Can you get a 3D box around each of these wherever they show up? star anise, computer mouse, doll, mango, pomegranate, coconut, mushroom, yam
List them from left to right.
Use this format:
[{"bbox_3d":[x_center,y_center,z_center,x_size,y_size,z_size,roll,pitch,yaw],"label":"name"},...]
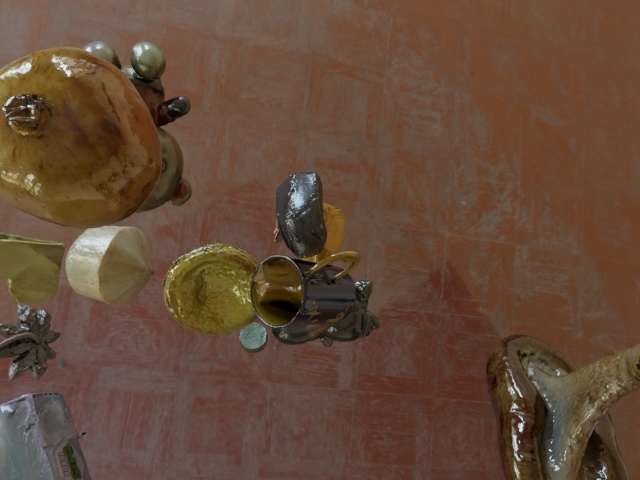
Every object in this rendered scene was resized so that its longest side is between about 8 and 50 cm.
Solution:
[{"bbox_3d":[-0.811,0.285,1.328,0.081,0.262,0.230,-4,95,14],"label":"star anise"},{"bbox_3d":[-0.300,-0.125,0.583,0.215,0.215,0.216,2,80,-12],"label":"pomegranate"},{"bbox_3d":[-0.758,0.091,1.777,0.328,0.329,0.329,2,80,-12],"label":"coconut"},{"bbox_3d":[-0.385,-0.219,0.965,0.234,0.174,0.330,-4,87,-23],"label":"doll"},{"bbox_3d":[-0.242,0.358,1.752,0.106,0.259,0.106,2,72,-5],"label":"yam"},{"bbox_3d":[-0.048,-0.066,1.152,0.121,0.073,0.217,-18,65,23],"label":"computer mouse"},{"bbox_3d":[0.000,0.000,1.510,0.126,0.153,0.252,8,89,-33],"label":"mango"},{"bbox_3d":[0.031,0.309,1.811,0.382,0.379,0.252,-18,102,16],"label":"doll"},{"bbox_3d":[0.275,0.149,0.486,0.147,0.218,0.227,15,38,-11],"label":"mushroom"}]

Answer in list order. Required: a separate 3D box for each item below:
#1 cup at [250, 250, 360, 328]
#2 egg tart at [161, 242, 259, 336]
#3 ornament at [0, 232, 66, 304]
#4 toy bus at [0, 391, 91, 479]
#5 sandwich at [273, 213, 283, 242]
[{"bbox_3d":[-0.001,0.132,1.245,0.256,0.254,0.179,11,74,-52],"label":"cup"},{"bbox_3d":[-0.304,0.138,1.430,0.314,0.120,0.315,-4,115,-9],"label":"egg tart"},{"bbox_3d":[-0.708,0.053,1.178,0.180,0.059,0.201,-30,131,-5],"label":"ornament"},{"bbox_3d":[-0.396,0.370,0.682,0.138,0.112,0.317,-35,67,4],"label":"toy bus"},{"bbox_3d":[-0.133,-0.058,1.713,0.067,0.029,0.135,4,100,-47],"label":"sandwich"}]
